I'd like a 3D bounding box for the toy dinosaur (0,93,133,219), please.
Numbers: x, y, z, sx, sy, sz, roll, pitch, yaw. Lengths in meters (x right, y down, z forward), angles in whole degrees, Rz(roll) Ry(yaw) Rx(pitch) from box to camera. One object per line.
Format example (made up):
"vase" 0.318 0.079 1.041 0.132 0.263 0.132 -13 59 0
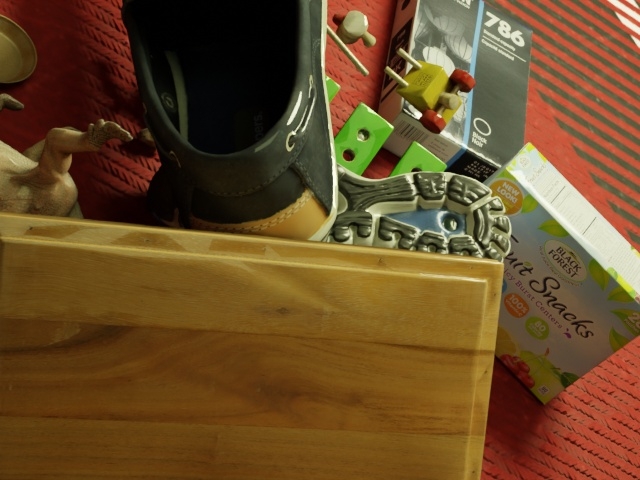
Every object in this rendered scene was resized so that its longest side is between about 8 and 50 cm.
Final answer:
"toy dinosaur" -0.273 -0.026 1.080 0.296 0.127 0.200 26 80 3

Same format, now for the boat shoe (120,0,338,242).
"boat shoe" -0.087 -0.207 1.204 0.187 0.156 0.500 -13 56 4

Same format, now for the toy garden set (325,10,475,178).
"toy garden set" 0.022 -0.139 1.391 0.244 0.049 0.204 37 75 -6

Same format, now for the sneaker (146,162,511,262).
"sneaker" 0.000 0.000 1.262 0.330 0.147 0.129 13 59 -6

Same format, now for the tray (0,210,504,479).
"tray" -0.065 0.097 1.034 0.411 0.076 0.202 5 92 -21

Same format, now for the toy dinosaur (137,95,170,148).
"toy dinosaur" -0.112 -0.174 1.322 0.112 0.064 0.211 34 78 16

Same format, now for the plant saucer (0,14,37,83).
"plant saucer" -0.299 -0.172 1.238 0.083 0.015 0.083 20 47 -24

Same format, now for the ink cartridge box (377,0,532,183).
"ink cartridge box" 0.161 -0.203 1.583 0.165 0.065 0.332 27 45 -18

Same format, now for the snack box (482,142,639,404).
"snack box" 0.214 0.035 1.354 0.207 0.174 0.070 45 41 0
